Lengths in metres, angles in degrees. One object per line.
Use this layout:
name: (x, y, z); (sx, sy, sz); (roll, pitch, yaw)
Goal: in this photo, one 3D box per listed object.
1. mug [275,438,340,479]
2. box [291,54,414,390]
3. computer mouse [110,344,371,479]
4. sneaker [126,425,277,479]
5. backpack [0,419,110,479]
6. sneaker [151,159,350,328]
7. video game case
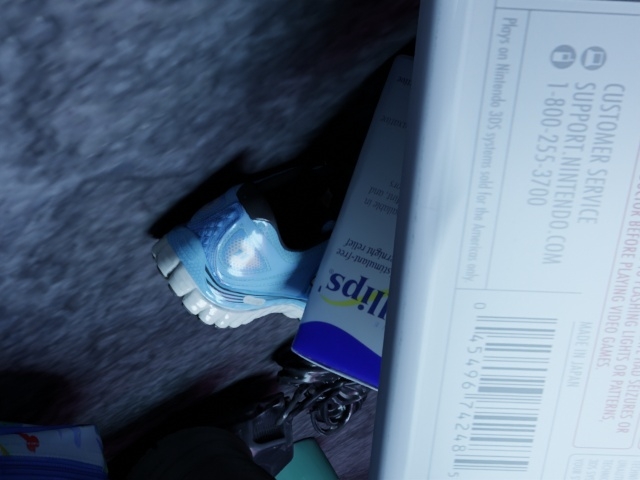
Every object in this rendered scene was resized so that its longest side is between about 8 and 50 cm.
mug: (-0.047, 0.279, 1.179); (0.157, 0.097, 0.129); (-31, 163, -4)
box: (0.062, 0.001, 0.544); (0.126, 0.072, 0.137); (12, 99, -66)
computer mouse: (-0.086, 0.167, 0.872); (0.272, 0.072, 0.188); (-43, 162, -6)
sneaker: (-0.112, 0.251, 0.710); (0.109, 0.130, 0.286); (36, 81, -36)
backpack: (-0.190, 0.198, 0.512); (0.290, 0.273, 0.355); (-41, 142, 17)
sneaker: (0.000, 0.000, 0.556); (0.073, 0.063, 0.162); (-45, 159, 27)
video game case: (0.173, -0.017, 0.347); (0.299, 0.036, 0.329); (2, 122, -3)
